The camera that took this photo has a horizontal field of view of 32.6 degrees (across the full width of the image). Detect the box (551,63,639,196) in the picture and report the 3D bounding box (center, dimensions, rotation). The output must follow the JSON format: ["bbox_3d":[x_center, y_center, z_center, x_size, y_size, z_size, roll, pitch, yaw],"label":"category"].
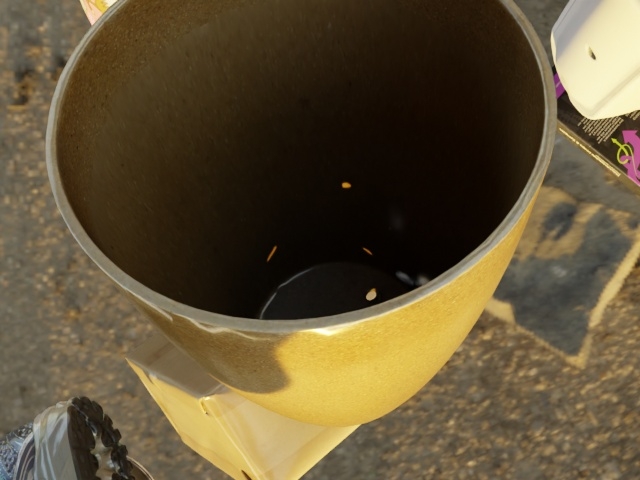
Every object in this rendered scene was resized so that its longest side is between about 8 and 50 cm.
[{"bbox_3d":[0.299,-0.130,1.081,0.162,0.029,0.116,41,82,11],"label":"box"}]

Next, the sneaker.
[{"bbox_3d":[-0.194,0.270,0.836,0.122,0.110,0.283,-23,64,16],"label":"sneaker"}]

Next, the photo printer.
[{"bbox_3d":[0.321,-0.199,0.866,0.256,0.307,0.107,-24,85,0],"label":"photo printer"}]

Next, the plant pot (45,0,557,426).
[{"bbox_3d":[0.000,0.000,0.614,0.237,0.237,0.254,44,162,26],"label":"plant pot"}]

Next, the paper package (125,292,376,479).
[{"bbox_3d":[-0.045,0.144,1.441,0.168,0.325,0.309,59,159,-19],"label":"paper package"}]

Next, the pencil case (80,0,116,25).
[{"bbox_3d":[-0.149,-0.299,0.758,0.386,0.160,0.167,62,154,-5],"label":"pencil case"}]

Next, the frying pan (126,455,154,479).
[{"bbox_3d":[-0.323,0.302,1.348,0.326,0.197,0.053,60,174,-17],"label":"frying pan"}]
